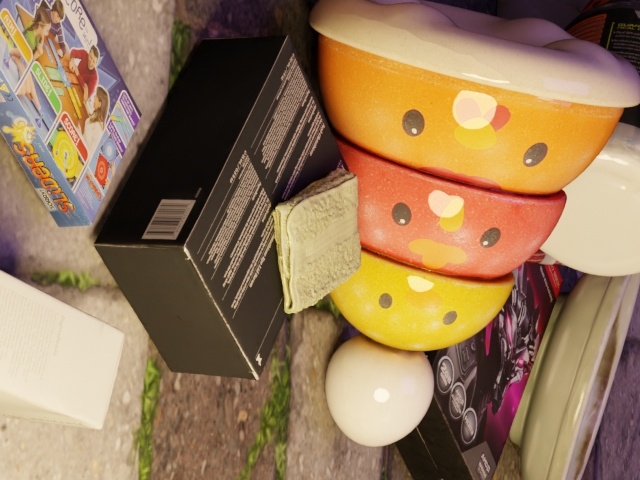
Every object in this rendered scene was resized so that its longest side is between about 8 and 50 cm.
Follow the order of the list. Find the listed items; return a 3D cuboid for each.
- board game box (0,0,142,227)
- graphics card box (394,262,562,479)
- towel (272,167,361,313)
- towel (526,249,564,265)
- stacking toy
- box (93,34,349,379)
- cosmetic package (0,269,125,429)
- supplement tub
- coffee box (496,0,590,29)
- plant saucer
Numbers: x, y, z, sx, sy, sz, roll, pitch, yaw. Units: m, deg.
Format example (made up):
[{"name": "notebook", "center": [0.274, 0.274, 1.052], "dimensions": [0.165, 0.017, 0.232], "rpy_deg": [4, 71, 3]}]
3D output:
[{"name": "board game box", "center": [-0.215, -0.128, 1.353], "dimensions": [0.136, 0.035, 0.201], "rpy_deg": [-71, 148, -41]}, {"name": "graphics card box", "center": [0.181, 0.101, 2.058], "dimensions": [0.371, 0.094, 0.233], "rpy_deg": [-62, 142, -38]}, {"name": "towel", "center": [0.000, 0.000, 1.578], "dimensions": [0.148, 0.027, 0.110], "rpy_deg": [-33, 122, -58]}, {"name": "towel", "center": [0.274, -0.087, 2.106], "dimensions": [0.329, 0.037, 0.237], "rpy_deg": [6, 80, -65]}, {"name": "stacking toy", "center": [0.117, -0.006, 1.780], "dimensions": [0.350, 0.350, 0.480], "rpy_deg": [-11, 117, -61]}, {"name": "box", "center": [-0.082, -0.032, 1.551], "dimensions": [0.184, 0.103, 0.261], "rpy_deg": [62, 40, -41]}, {"name": "cosmetic package", "center": [-0.255, 0.070, 1.225], "dimensions": [0.231, 0.117, 0.085], "rpy_deg": [36, 61, -55]}, {"name": "supplement tub", "center": [0.354, -0.139, 1.998], "dimensions": [0.338, 0.207, 0.207], "rpy_deg": [-68, 146, -42]}, {"name": "coffee box", "center": [0.372, -0.289, 2.309], "dimensions": [0.297, 0.168, 0.119], "rpy_deg": [7, 85, -61]}, {"name": "plant saucer", "center": [0.331, 0.183, 2.268], "dimensions": [0.400, 0.100, 0.400], "rpy_deg": [17, 90, -76]}]
